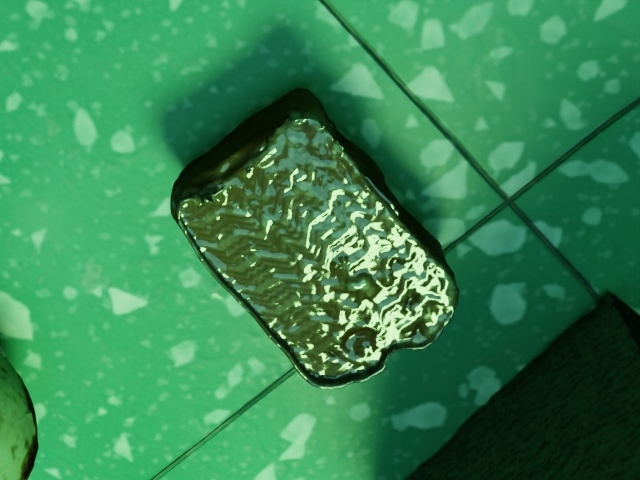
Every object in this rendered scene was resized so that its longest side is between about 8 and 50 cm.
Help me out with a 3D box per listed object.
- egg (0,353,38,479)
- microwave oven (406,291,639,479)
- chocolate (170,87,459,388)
[{"bbox_3d":[-0.336,0.138,0.868,0.231,0.169,0.169,27,113,-2],"label":"egg"},{"bbox_3d":[0.232,0.310,0.817,0.236,0.432,0.374,36,110,-17],"label":"microwave oven"},{"bbox_3d":[0.000,0.000,0.847,0.148,0.093,0.214,-33,112,15],"label":"chocolate"}]
